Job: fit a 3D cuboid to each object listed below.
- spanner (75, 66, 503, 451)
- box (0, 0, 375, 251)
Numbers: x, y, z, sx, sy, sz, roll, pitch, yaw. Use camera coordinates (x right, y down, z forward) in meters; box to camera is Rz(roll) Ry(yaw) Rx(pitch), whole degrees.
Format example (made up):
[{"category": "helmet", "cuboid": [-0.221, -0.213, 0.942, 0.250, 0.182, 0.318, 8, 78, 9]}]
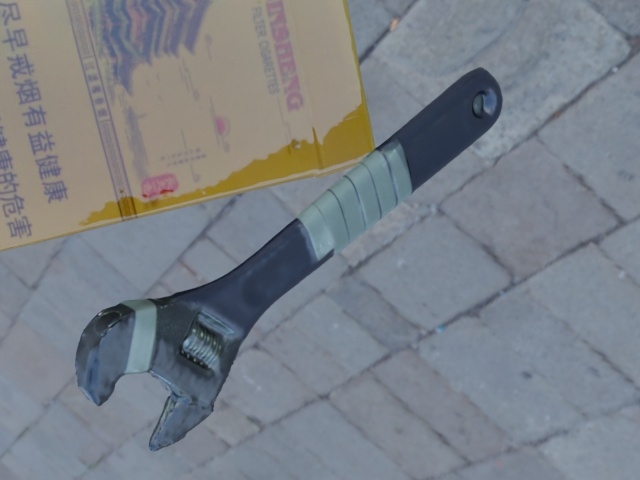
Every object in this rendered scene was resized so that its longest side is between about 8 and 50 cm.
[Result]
[{"category": "spanner", "cuboid": [0.000, 0.000, 0.610, 0.024, 0.316, 0.087, 16, 138, 53]}, {"category": "box", "cuboid": [-0.115, -0.106, 0.690, 0.076, 0.274, 0.174, -132, 29, -72]}]
